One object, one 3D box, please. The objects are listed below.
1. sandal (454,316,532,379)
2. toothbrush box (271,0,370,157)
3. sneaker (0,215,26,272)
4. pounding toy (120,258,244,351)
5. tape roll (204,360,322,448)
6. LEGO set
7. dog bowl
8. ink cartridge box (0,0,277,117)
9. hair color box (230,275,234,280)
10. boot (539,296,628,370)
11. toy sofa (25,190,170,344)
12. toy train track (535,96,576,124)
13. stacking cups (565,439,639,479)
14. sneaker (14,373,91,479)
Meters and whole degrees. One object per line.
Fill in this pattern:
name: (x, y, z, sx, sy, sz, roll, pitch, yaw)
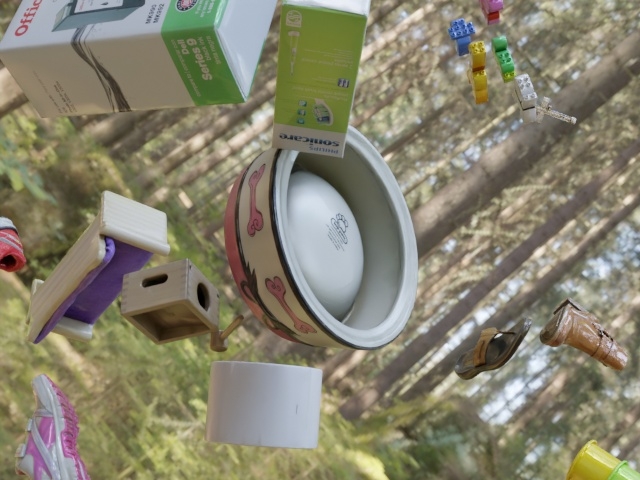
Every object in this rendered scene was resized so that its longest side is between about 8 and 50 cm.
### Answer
sandal: (0.313, 0.198, 1.590, 0.060, 0.090, 0.219, 39, -35, -7)
toothbrush box: (0.004, -0.298, 1.267, 0.122, 0.206, 0.283, 9, -37, -1)
sneaker: (-0.603, 0.028, 1.440, 0.118, 0.107, 0.279, 61, 23, 5)
pounding toy: (-0.222, 0.119, 1.508, 0.206, 0.181, 0.094, 56, 25, -52)
tape roll: (-0.122, 0.354, 1.813, 0.246, 0.246, 0.169, 145, -49, -73)
LEGO set: (0.244, -0.282, 1.238, 0.093, 0.087, 0.227, 70, 5, -67)
dog bowl: (0.000, 0.000, 1.467, 0.150, 0.408, 0.408, -18, -67, 36)
ink cartridge box: (-0.219, -0.271, 1.043, 0.289, 0.211, 0.122, -2, -37, 17)
hair color box: (-0.114, 0.083, 1.794, 0.141, 0.072, 0.043, 31, 16, 17)
boot: (0.482, 0.183, 1.523, 0.152, 0.197, 0.073, 44, -60, 10)
toy sofa: (-0.470, 0.083, 1.767, 0.150, 0.362, 0.177, 23, 39, -32)
toy train track: (0.398, -0.219, 1.449, 0.083, 0.048, 0.014, 21, -7, 3)
stacking cups: (0.569, 0.460, 1.406, 0.316, 0.096, 0.096, 32, -26, 33)
sneaker: (-0.475, 0.350, 1.449, 0.103, 0.111, 0.252, 83, -13, -60)
